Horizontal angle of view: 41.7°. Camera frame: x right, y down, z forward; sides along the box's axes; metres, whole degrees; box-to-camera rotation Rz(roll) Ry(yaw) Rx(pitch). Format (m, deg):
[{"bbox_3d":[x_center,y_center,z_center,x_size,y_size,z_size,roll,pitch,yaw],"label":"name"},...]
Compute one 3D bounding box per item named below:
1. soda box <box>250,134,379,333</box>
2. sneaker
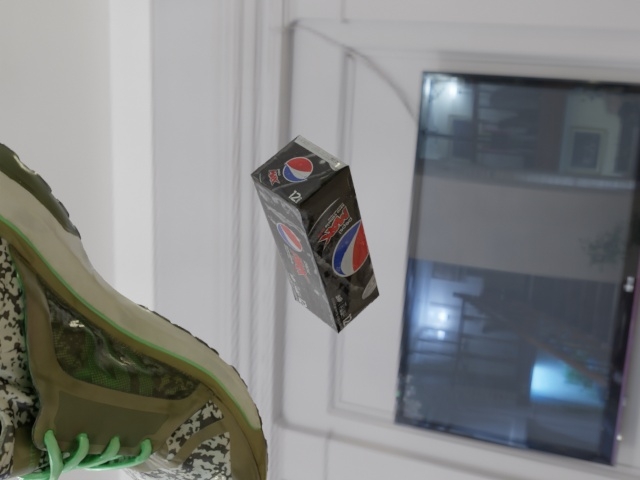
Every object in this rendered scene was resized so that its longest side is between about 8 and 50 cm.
[{"bbox_3d":[0.000,0.000,0.673,0.053,0.060,0.169,-42,-35,-19],"label":"soda box"},{"bbox_3d":[-0.197,0.119,0.603,0.410,0.158,0.182,49,-144,-28],"label":"sneaker"}]
